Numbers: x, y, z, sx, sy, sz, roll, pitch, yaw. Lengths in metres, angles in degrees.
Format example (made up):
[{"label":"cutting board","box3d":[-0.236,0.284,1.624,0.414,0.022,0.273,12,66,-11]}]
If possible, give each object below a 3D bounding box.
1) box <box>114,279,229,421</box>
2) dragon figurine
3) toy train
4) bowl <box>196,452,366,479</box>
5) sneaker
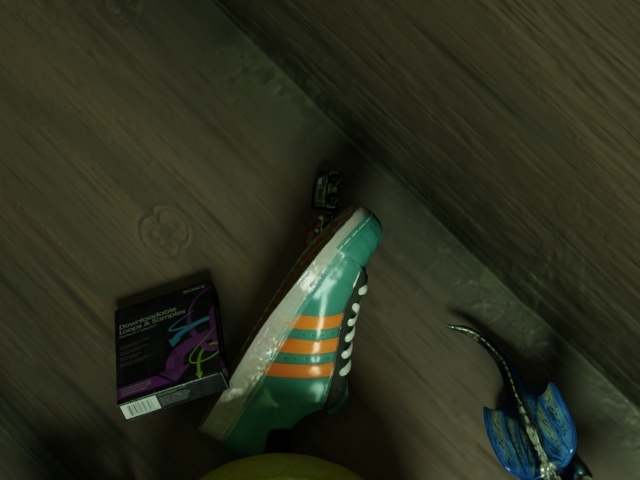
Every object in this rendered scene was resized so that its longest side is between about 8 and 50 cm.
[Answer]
[{"label":"box","box3d":[-0.161,0.114,1.712,0.116,0.029,0.162,-19,35,4]},{"label":"dragon figurine","box3d":[0.215,0.197,1.634,0.085,0.144,0.289,-22,78,4]},{"label":"toy train","box3d":[0.000,0.000,1.759,0.036,0.027,0.158,4,81,12]},{"label":"bowl","box3d":[-0.043,0.308,1.630,0.290,0.289,0.156,-14,36,6]},{"label":"sneaker","box3d":[-0.004,0.105,1.696,0.121,0.108,0.302,31,104,-6]}]
